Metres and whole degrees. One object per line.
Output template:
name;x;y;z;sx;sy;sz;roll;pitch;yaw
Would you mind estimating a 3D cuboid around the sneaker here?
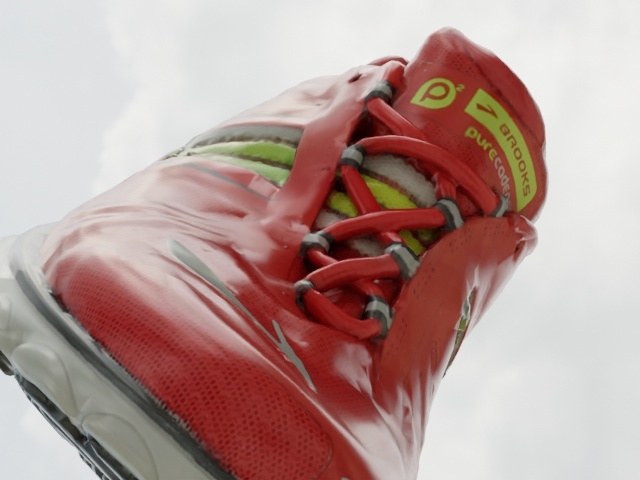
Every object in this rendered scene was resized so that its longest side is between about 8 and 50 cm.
sneaker;0.000;0.000;0.452;0.118;0.279;0.107;-41;-82;10
